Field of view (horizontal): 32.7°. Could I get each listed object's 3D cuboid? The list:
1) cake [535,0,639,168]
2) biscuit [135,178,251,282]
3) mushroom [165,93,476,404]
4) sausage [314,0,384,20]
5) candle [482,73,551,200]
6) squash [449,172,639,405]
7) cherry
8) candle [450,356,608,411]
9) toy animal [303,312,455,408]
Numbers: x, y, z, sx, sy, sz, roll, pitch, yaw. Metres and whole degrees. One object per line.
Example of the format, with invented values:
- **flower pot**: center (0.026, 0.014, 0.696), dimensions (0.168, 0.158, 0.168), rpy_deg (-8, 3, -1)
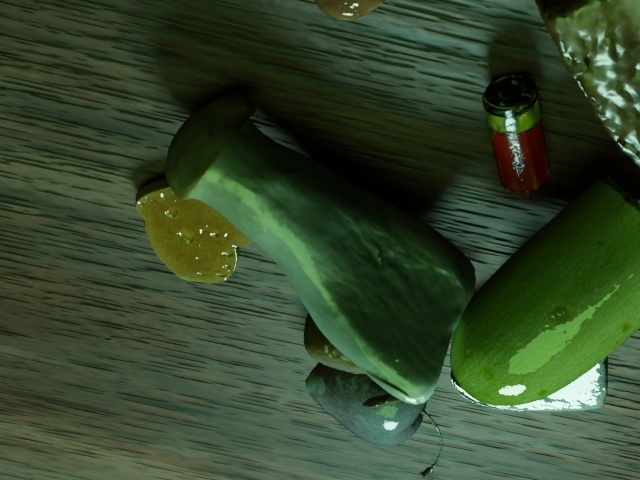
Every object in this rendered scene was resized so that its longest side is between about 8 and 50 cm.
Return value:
- **cake**: center (0.303, -0.210, 0.774), dimensions (0.293, 0.196, 0.199), rpy_deg (-28, 126, 24)
- **biscuit**: center (-0.123, -0.011, 1.128), dimensions (0.118, 0.023, 0.140), rpy_deg (-3, 133, 9)
- **mushroom**: center (0.000, 0.000, 1.018), dimensions (0.328, 0.159, 0.122), rpy_deg (37, 133, -14)
- **sausage**: center (0.042, -0.309, 0.782), dimensions (0.087, 0.079, 0.327), rpy_deg (18, 133, 5)
- **candle**: center (0.182, -0.086, 0.998), dimensions (0.052, 0.052, 0.131), rpy_deg (-8, 134, 15)
- **squash**: center (0.223, 0.065, 1.026), dimensions (0.132, 0.132, 0.247), rpy_deg (38, 103, -26)
- **cherry**: center (0.058, 0.188, 1.239), dimensions (0.148, 0.115, 0.188), rpy_deg (-7, 141, -13)
- **candle**: center (0.243, 0.122, 1.179), dimensions (0.168, 0.068, 0.192), rpy_deg (33, 130, -17)
- **toy animal**: center (0.073, 0.079, 1.131), dimensions (0.188, 0.179, 0.089), rpy_deg (-12, 168, -8)
